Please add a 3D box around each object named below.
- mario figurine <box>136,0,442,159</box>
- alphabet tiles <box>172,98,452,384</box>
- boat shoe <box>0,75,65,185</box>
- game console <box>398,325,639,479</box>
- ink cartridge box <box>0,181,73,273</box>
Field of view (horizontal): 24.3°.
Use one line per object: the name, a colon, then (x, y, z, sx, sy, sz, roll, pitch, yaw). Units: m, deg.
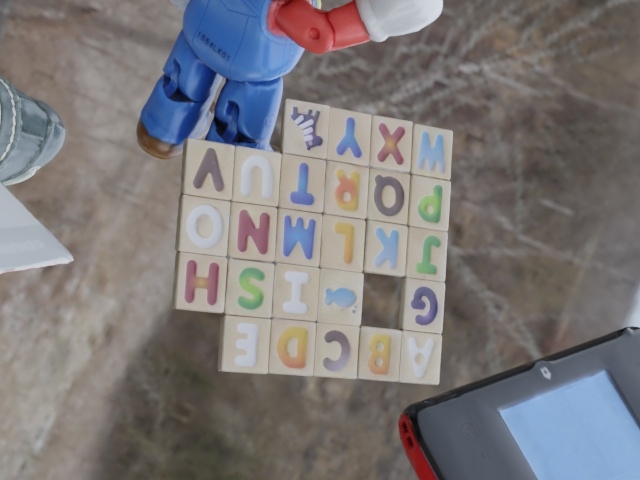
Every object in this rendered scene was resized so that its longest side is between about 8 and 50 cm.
mario figurine: (-0.022, -0.184, 1.097, 0.170, 0.198, 0.321, -84, -166, -49)
alphabet tiles: (0.000, 0.000, 1.079, 0.009, 0.237, 0.198, -3, -99, 54)
boat shoe: (-0.333, -0.053, 1.203, 0.099, 0.319, 0.116, 7, 70, -48)
game console: (0.268, 0.257, 1.320, 0.386, 0.342, 0.060, -12, 161, -46)
ink cartridge box: (-0.378, -0.066, 0.884, 0.091, 0.385, 0.308, -55, 162, 21)
